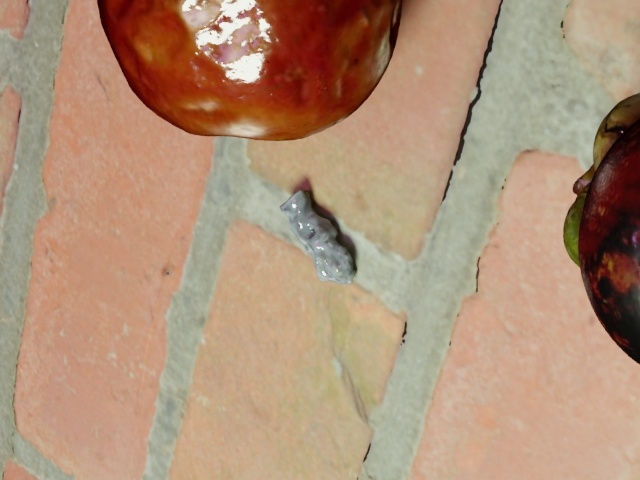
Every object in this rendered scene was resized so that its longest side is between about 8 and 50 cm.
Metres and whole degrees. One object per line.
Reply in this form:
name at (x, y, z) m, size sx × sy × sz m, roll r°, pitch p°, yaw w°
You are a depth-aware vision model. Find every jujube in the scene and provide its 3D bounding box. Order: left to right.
jujube at (-0.052, -0.228, 0.947) m, size 0.223 × 0.223 × 0.318 m, roll 2°, pitch 101°, yaw 39°

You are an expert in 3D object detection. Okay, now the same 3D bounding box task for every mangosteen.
mangosteen at (0.225, -0.006, 0.820) m, size 0.199 × 0.200 × 0.200 m, roll 13°, pitch 111°, yaw 36°

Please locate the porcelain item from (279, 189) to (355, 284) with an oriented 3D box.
porcelain item at (0.000, 0.000, 1.087) m, size 0.083 × 0.028 × 0.036 m, roll 58°, pitch 147°, yaw 8°
